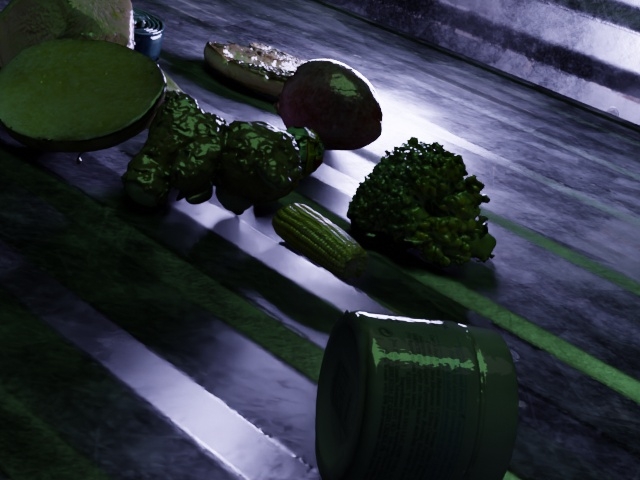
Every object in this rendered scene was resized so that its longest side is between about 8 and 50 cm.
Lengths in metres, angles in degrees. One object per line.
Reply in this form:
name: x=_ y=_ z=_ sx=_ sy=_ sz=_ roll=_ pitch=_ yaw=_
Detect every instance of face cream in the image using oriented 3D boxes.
face cream: x=0.086 y=0.161 z=1.028 sx=0.152 sy=0.177 sz=0.177 roll=10 pitch=21 yaw=-15

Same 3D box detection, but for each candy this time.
candy: x=-0.145 y=-0.172 z=1.887 sx=0.305 sy=0.091 sz=0.083 roll=8 pitch=22 yaw=-1

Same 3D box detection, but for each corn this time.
corn: x=0.000 y=0.000 z=1.557 sx=0.165 sy=0.063 sz=0.085 roll=35 pitch=3 yaw=37

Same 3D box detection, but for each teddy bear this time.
teddy bear: x=-0.151 y=-0.125 z=1.642 sx=0.256 sy=0.156 sz=0.267 roll=18 pitch=19 yaw=0

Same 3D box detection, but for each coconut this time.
coconut: x=-0.456 y=-0.343 z=1.874 sx=0.233 sy=0.245 sz=0.233 roll=34 pitch=31 yaw=-24

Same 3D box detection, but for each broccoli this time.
broccoli: x=0.188 y=-0.073 z=1.711 sx=0.272 sy=0.180 sz=0.242 roll=9 pitch=20 yaw=-20

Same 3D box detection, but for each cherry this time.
cherry: x=0.032 y=-0.259 z=2.103 sx=0.249 sy=0.175 sz=0.192 roll=35 pitch=16 yaw=37

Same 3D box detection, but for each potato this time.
potato: x=-0.382 y=-0.206 z=1.692 sx=0.299 sy=0.116 sz=0.239 roll=14 pitch=47 yaw=22

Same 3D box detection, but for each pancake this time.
pancake: x=-0.086 y=-0.393 z=2.504 sx=0.382 sy=0.071 sz=0.382 roll=15 pitch=19 yaw=-5

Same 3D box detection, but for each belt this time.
belt: x=-0.476 y=-0.473 z=2.359 sx=0.267 sy=0.116 sz=0.206 roll=24 pitch=26 yaw=14

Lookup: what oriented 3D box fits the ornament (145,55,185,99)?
ornament: x=-0.359 y=-0.316 z=2.130 sx=0.180 sy=0.059 sz=0.201 roll=16 pitch=23 yaw=-3
